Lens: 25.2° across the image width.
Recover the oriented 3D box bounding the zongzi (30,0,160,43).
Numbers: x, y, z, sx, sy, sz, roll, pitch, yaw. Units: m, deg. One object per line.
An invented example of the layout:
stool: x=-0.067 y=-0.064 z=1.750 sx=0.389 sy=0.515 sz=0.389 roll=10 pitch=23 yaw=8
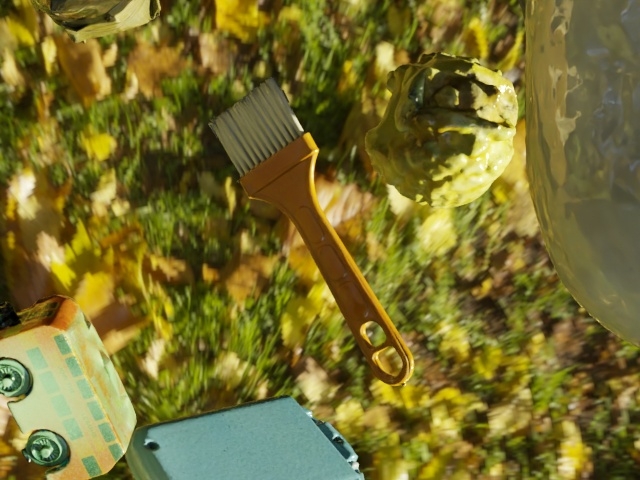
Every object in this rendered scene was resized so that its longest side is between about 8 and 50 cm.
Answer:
zongzi: x=-0.297 y=-0.383 z=1.569 sx=0.160 sy=0.360 sz=0.322 roll=-19 pitch=97 yaw=7

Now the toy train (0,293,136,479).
toy train: x=-0.247 y=0.139 z=1.342 sx=0.099 sy=0.072 sz=0.188 roll=-17 pitch=110 yaw=14

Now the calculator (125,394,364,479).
calculator: x=-0.081 y=0.253 z=1.583 sx=0.293 sy=0.051 sz=0.173 roll=-8 pitch=44 yaw=-41

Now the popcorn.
popcorn: x=0.126 y=-0.120 z=1.490 sx=0.142 sy=0.173 sz=0.173 roll=-4 pitch=80 yaw=-29

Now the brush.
brush: x=0.000 y=0.000 z=1.345 sx=0.090 sy=0.017 sz=0.314 roll=-33 pitch=83 yaw=29

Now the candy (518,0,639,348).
candy: x=0.308 y=-0.133 z=0.863 sx=0.386 sy=0.186 sz=0.426 roll=-13 pitch=96 yaw=-4
